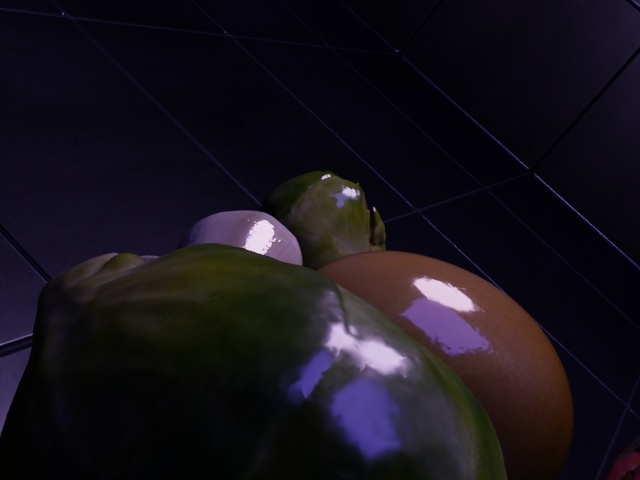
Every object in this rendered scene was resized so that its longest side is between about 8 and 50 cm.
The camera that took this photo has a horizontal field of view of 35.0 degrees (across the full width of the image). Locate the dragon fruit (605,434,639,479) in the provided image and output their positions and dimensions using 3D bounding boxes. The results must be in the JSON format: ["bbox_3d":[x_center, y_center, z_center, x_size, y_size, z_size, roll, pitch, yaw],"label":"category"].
[{"bbox_3d":[0.397,0.350,1.063,0.269,0.250,0.291,32,36,2],"label":"dragon fruit"}]

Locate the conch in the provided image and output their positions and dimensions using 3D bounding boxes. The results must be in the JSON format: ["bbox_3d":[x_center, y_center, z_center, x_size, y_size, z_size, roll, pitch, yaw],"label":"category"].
[{"bbox_3d":[-0.107,0.073,1.008,0.255,0.127,0.158,-50,120,-48],"label":"conch"}]

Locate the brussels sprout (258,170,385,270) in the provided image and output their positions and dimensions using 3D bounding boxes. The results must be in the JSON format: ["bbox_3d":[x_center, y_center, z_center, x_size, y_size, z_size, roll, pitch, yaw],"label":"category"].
[{"bbox_3d":[-0.006,0.004,1.247,0.131,0.145,0.183,26,-36,41],"label":"brussels sprout"}]

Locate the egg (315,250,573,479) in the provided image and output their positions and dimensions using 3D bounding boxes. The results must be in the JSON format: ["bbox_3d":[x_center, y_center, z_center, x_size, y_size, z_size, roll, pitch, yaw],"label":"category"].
[{"bbox_3d":[0.093,0.144,0.955,0.322,0.250,0.250,39,19,-29],"label":"egg"}]

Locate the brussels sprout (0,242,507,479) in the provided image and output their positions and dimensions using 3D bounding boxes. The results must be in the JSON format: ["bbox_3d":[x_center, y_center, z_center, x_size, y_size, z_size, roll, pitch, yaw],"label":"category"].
[{"bbox_3d":[-0.065,0.146,0.665,0.354,0.289,0.281,41,4,40],"label":"brussels sprout"}]
